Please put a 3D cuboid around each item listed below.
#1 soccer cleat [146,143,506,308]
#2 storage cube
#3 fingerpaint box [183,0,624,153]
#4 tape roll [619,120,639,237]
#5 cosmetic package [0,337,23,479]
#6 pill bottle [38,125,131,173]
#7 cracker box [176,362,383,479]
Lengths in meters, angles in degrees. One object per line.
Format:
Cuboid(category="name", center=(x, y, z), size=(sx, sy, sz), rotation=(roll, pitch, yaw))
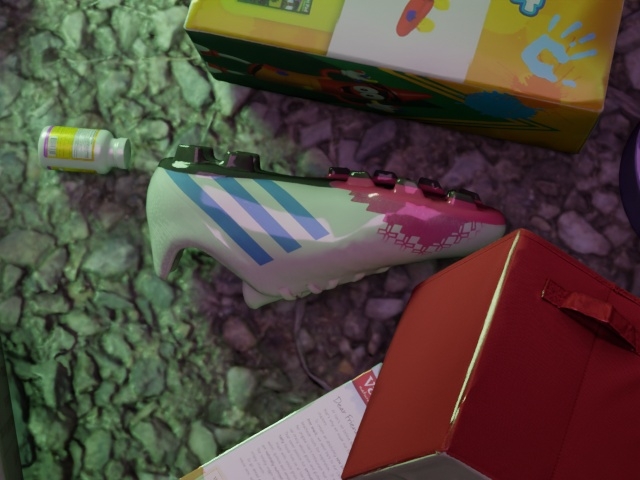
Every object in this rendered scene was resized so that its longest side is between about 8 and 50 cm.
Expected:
Cuboid(category="soccer cleat", center=(0.000, 0.000, 1.041), size=(0.331, 0.116, 0.143), rotation=(9, 97, 8))
Cuboid(category="storage cube", center=(0.158, 0.138, 0.910), size=(0.184, 0.215, 0.193), rotation=(30, 63, -12))
Cuboid(category="fingerpaint box", center=(0.115, -0.341, 1.055), size=(0.371, 0.163, 0.444), rotation=(12, 81, 7))
Cuboid(category="tape roll", center=(0.376, -0.062, 1.030), size=(0.189, 0.080, 0.188), rotation=(-1, 81, 4))
Cuboid(category="cosmetic package", center=(-0.379, 0.266, 0.825), size=(0.330, 0.327, 0.393), rotation=(-9, 87, -15))
Cuboid(category="pill bottle", center=(-0.229, -0.087, 1.094), size=(0.083, 0.043, 0.043), rotation=(5, 80, 4))
Cuboid(category="cracker box", center=(-0.004, 0.234, 1.010), size=(0.232, 0.067, 0.155), rotation=(-30, 80, -1))
